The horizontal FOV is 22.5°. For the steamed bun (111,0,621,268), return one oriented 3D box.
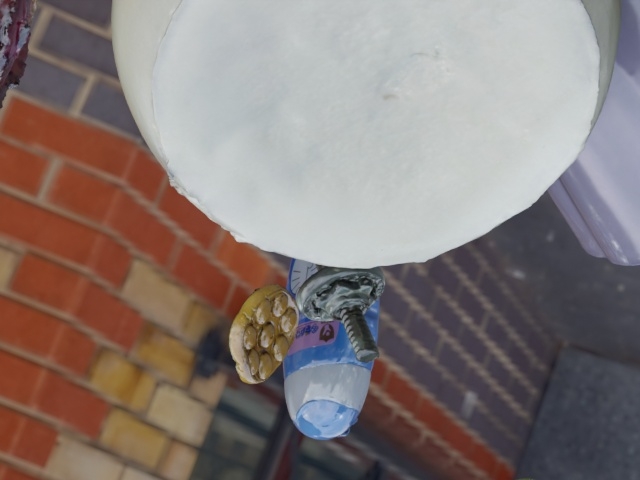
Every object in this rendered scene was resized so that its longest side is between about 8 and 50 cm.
[{"bbox_3d":[0.028,-0.147,1.040,0.324,0.324,0.206,26,-151,-22],"label":"steamed bun"}]

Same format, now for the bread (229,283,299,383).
[{"bbox_3d":[-0.058,0.097,1.665,0.024,0.110,0.110,21,169,28],"label":"bread"}]

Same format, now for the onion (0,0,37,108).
[{"bbox_3d":[-0.353,-0.243,1.634,0.161,0.248,0.248,-1,174,-19],"label":"onion"}]

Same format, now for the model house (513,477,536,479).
[{"bbox_3d":[0.126,0.303,1.502,0.214,0.189,0.195,-2,-144,-34],"label":"model house"}]

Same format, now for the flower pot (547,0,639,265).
[{"bbox_3d":[0.243,-0.155,1.223,0.243,0.265,0.265,52,159,-11],"label":"flower pot"}]

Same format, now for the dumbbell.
[{"bbox_3d":[0.000,0.000,1.435,0.081,0.254,0.081,-16,147,-11],"label":"dumbbell"}]

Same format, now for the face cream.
[{"bbox_3d":[0.010,0.105,1.884,0.083,0.264,0.149,20,152,-33],"label":"face cream"}]
